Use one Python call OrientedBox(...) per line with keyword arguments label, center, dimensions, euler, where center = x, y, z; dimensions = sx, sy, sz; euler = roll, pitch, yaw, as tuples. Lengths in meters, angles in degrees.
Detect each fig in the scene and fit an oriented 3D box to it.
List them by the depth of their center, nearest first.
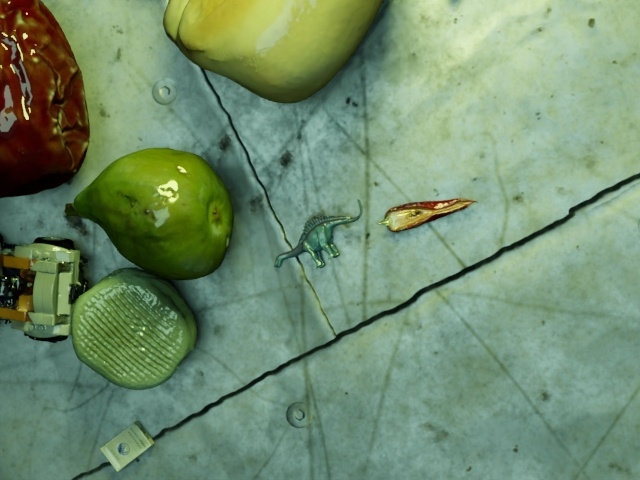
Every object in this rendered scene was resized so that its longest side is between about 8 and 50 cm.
OrientedBox(label="fig", center=(-0.305, -0.049, 1.799), dimensions=(0.314, 0.233, 0.233), euler=(6, 93, 2))

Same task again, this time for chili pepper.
OrientedBox(label="chili pepper", center=(0.185, -0.051, 1.833), dimensions=(0.178, 0.027, 0.045), euler=(-15, 95, 8))

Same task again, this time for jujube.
OrientedBox(label="jujube", center=(-0.546, -0.264, 1.804), dimensions=(0.276, 0.276, 0.377), euler=(-15, 91, 8))

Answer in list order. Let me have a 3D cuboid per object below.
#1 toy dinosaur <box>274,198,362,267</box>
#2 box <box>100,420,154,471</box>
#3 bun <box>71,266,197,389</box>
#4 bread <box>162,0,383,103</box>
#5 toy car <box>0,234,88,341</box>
OrientedBox(label="toy dinosaur", center=(0.000, 0.000, 1.851), dimensions=(0.197, 0.045, 0.080), euler=(-36, 79, 17))
OrientedBox(label="box", center=(-0.351, 0.374, 1.926), dimensions=(0.083, 0.024, 0.054), euler=(-38, 89, 7))
OrientedBox(label="bun", center=(-0.328, 0.150, 1.864), dimensions=(0.221, 0.108, 0.221), euler=(-1, 100, -4))
OrientedBox(label="bread", center=(-0.049, -0.419, 1.721), dimensions=(0.348, 0.253, 0.376), euler=(33, 98, 48))
OrientedBox(label="toy car", center=(-0.569, 0.083, 1.900), dimensions=(0.301, 0.118, 0.193), euler=(7, 96, 8))
